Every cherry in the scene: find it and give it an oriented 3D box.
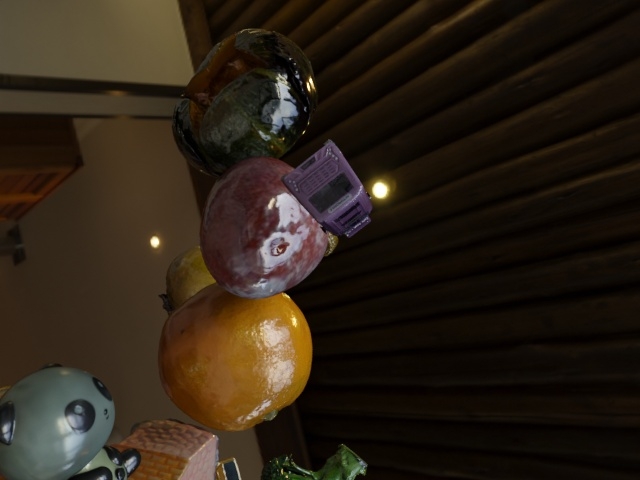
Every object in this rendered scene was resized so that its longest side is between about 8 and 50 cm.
[{"bbox_3d":[-0.095,-0.025,0.999,0.236,0.285,0.213,45,-38,-18],"label":"cherry"}]

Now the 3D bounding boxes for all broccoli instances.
[{"bbox_3d":[-0.024,0.660,1.498,0.298,0.297,0.297,35,-104,34],"label":"broccoli"}]

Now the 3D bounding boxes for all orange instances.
[{"bbox_3d":[-0.166,0.226,1.142,0.312,0.312,0.312,10,-75,42],"label":"orange"}]

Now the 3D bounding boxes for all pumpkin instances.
[{"bbox_3d":[-0.149,-0.268,1.126,0.321,0.192,0.320,-23,-130,30],"label":"pumpkin"}]

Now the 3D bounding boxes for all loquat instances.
[{"bbox_3d":[-0.281,0.124,1.420,0.244,0.244,0.243,10,-75,42],"label":"loquat"}]

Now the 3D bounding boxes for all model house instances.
[{"bbox_3d":[-0.350,0.516,1.137,0.202,0.237,0.236,10,-84,15],"label":"model house"}]

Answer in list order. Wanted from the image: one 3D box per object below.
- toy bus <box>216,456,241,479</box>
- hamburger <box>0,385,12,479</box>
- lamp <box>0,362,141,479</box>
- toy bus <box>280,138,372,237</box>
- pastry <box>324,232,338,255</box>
[{"bbox_3d":[-0.258,0.605,1.432,0.182,0.103,0.091,122,-48,-59],"label":"toy bus"},{"bbox_3d":[-0.572,0.384,1.074,0.236,0.237,0.147,60,-31,17],"label":"hamburger"},{"bbox_3d":[-0.403,0.318,0.902,0.198,0.198,0.243,-23,-75,44],"label":"lamp"},{"bbox_3d":[0.016,-0.060,0.761,0.087,0.178,0.098,-39,-100,4],"label":"toy bus"},{"bbox_3d":[0.000,0.000,1.633,0.097,0.057,0.109,-4,-58,27],"label":"pastry"}]
